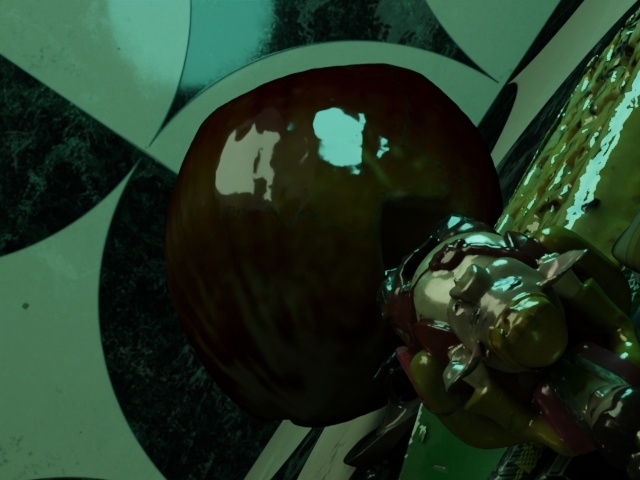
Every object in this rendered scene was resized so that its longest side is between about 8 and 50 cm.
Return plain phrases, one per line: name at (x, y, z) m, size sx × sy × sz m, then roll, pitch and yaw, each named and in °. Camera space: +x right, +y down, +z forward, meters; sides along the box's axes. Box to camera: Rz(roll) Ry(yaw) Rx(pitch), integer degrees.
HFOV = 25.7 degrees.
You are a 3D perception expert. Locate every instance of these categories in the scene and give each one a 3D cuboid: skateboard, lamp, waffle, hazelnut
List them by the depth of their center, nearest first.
lamp at (0.095, 0.047, 0.673) m, size 0.118 × 0.118 × 0.253 m, roll -56°, pitch 7°, yaw 4°
waffle at (0.224, -0.036, 1.056) m, size 0.376 × 0.114 × 0.261 m, roll -58°, pitch 1°, yaw -30°
skateboard at (0.073, 0.174, 1.424) m, size 0.151 × 0.080 × 0.067 m, roll -52°, pitch -2°, yaw 21°
hazelnut at (0.000, 0.000, 1.591) m, size 0.429 × 0.402 × 0.402 m, roll -41°, pitch 14°, yaw 53°

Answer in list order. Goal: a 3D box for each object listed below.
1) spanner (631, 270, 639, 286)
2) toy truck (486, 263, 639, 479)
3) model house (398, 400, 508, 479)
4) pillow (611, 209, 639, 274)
spanner at (0.261, -0.084, 0.719) m, size 0.302 × 0.017 × 0.071 m, roll -46°, pitch 3°, yaw -7°
toy truck at (0.152, 0.120, 0.736) m, size 0.259 × 0.088 × 0.121 m, roll -55°, pitch 5°, yaw -15°
model house at (0.115, 0.159, 0.886) m, size 0.088 × 0.117 × 0.167 m, roll 32°, pitch -112°, yaw -59°
pillow at (0.229, -0.039, 0.576) m, size 0.208 × 0.052 × 0.212 m, roll -56°, pitch 28°, yaw 9°
